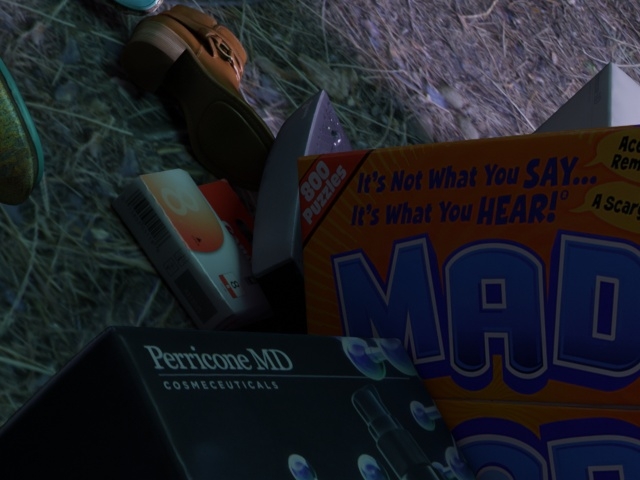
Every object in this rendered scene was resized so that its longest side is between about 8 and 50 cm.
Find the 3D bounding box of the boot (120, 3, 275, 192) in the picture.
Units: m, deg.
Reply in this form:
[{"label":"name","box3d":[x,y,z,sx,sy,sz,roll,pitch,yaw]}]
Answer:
[{"label":"boot","box3d":[-0.092,-0.143,1.694,0.197,0.073,0.152,47,23,-8]}]

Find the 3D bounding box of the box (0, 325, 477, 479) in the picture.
[{"label":"box","box3d":[-0.014,0.272,1.116,0.293,0.212,0.395,5,48,-52]}]

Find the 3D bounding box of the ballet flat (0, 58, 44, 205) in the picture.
[{"label":"ballet flat","box3d":[-0.329,-0.160,1.350,0.123,0.123,0.348,1,54,-55]}]

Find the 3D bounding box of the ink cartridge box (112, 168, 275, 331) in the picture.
[{"label":"ink cartridge box","box3d":[-0.080,0.003,1.551,0.145,0.045,0.179,54,31,11]}]

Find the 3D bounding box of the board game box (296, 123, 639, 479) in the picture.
[{"label":"board game box","box3d":[0.240,0.097,1.332,0.356,0.356,0.356,-5,92,-45]}]

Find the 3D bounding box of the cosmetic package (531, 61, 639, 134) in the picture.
[{"label":"cosmetic package","box3d":[0.275,-0.034,1.908,0.138,0.224,0.224,40,28,-14]}]

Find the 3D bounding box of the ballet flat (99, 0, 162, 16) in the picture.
[{"label":"ballet flat","box3d":[-0.241,-0.304,1.682,0.241,0.091,0.077,44,-10,-15]}]

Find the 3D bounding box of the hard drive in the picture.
[{"label":"hard drive","box3d":[0.000,0.000,1.589,0.255,0.054,0.172,-80,150,-52]}]
